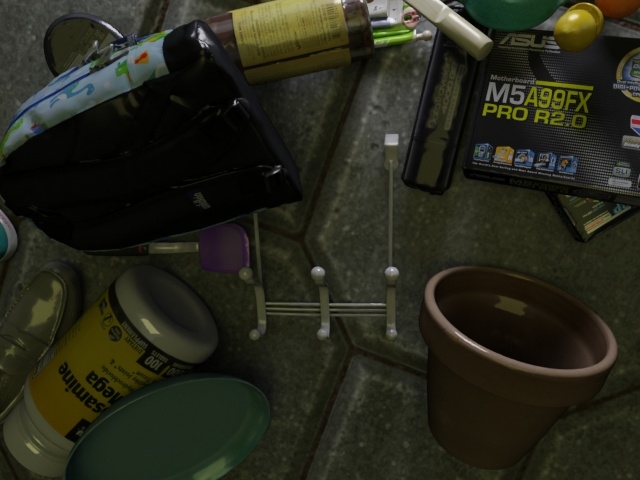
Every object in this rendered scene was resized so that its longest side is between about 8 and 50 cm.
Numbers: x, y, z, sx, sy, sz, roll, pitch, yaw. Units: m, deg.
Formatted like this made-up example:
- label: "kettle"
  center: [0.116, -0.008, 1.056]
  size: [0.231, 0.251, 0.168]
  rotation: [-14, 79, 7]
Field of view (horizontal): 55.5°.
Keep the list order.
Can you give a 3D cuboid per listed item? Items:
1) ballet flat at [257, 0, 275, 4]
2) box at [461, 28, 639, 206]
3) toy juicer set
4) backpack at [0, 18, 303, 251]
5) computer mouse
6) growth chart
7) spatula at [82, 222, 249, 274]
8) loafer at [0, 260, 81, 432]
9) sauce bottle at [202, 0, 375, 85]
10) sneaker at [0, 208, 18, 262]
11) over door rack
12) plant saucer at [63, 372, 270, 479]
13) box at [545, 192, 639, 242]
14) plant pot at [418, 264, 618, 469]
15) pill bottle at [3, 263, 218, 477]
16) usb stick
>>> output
- label: "ballet flat"
  center: [-0.092, -0.438, 0.921]
  size: [0.084, 0.058, 0.249]
  rotation: [-29, 99, -10]
- label: "box"
  center: [0.352, -0.173, 0.843]
  size: [0.270, 0.060, 0.216]
  rotation: [13, 86, 18]
- label: "toy juicer set"
  center: [0.276, -0.318, 0.830]
  size: [0.329, 0.089, 0.209]
  rotation: [-19, 65, 0]
- label: "backpack"
  center: [-0.250, -0.121, 0.822]
  size: [0.356, 0.290, 0.273]
  rotation: [-30, 49, 5]
- label: "computer mouse"
  center: [-0.308, -0.240, 0.965]
  size: [0.272, 0.072, 0.188]
  rotation: [41, 98, -12]
- label: "growth chart"
  center: [0.062, -0.400, 0.920]
  size: [0.172, 0.021, 0.237]
  rotation: [-12, 95, 9]
- label: "spatula"
  center: [-0.259, 0.011, 1.006]
  size: [0.297, 0.030, 0.084]
  rotation: [1, 97, 7]
- label: "loafer"
  center: [-0.496, 0.185, 1.015]
  size: [0.112, 0.111, 0.319]
  rotation: [25, 99, 5]
- label: "sauce bottle"
  center: [-0.099, -0.281, 0.878]
  size: [0.345, 0.111, 0.111]
  rotation: [-10, 96, 3]
- label: "sneaker"
  center: [-0.648, -0.064, 0.967]
  size: [0.295, 0.178, 0.124]
  rotation: [43, 100, 0]
- label: "over door rack"
  center: [0.000, 0.000, 0.936]
  size: [0.240, 0.108, 0.324]
  rotation: [0, 97, 6]
- label: "plant saucer"
  center: [-0.233, 0.308, 0.945]
  size: [0.317, 0.318, 0.043]
  rotation: [-45, 48, 10]
- label: "box"
  center: [0.434, -0.127, 0.895]
  size: [0.220, 0.051, 0.175]
  rotation: [-33, 92, 9]
- label: "plant pot"
  center: [0.251, 0.195, 0.880]
  size: [0.263, 0.263, 0.229]
  rotation: [14, 117, 5]
- label: "pill bottle"
  center: [-0.335, 0.212, 0.962]
  size: [0.188, 0.188, 0.334]
  rotation: [45, 100, 0]
- label: "usb stick"
  center: [0.187, -0.207, 0.918]
  size: [0.077, 0.045, 0.278]
  rotation: [14, 99, 12]
